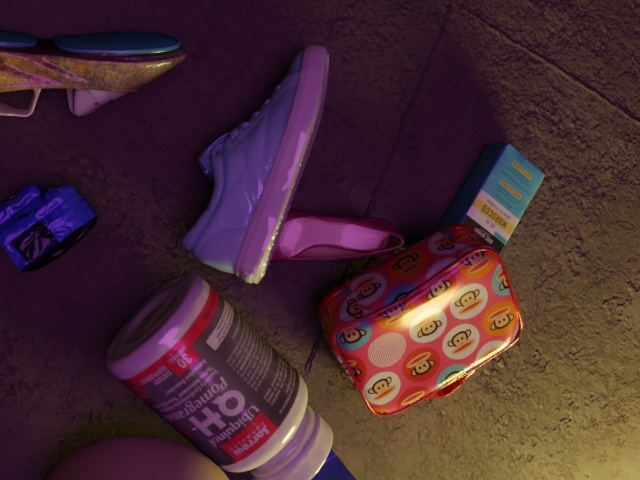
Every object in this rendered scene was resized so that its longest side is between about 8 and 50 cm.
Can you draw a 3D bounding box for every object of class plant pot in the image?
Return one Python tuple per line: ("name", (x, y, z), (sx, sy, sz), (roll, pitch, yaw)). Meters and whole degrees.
("plant pot", (-0.249, 0.424, 0.947), (0.284, 0.191, 0.284), (-1, 114, -3))

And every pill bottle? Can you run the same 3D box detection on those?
("pill bottle", (-0.130, 0.212, 1.037), (0.176, 0.176, 0.318), (-47, 110, -12))

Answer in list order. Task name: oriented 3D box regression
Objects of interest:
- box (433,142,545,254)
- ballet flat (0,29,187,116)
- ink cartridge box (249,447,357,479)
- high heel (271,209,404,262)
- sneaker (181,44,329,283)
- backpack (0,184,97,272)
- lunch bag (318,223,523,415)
("box", (0.273, -0.038, 1.241), (0.100, 0.060, 0.244), (34, 82, -22))
("ballet flat", (-0.350, -0.215, 0.945), (0.348, 0.123, 0.123), (-4, 97, -23))
("ink cartridge box", (0.025, 0.508, 1.200), (0.175, 0.069, 0.371), (-34, 105, -16))
("high heel", (0.000, 0.000, 1.100), (0.244, 0.117, 0.082), (3, 95, -23))
("sneaker", (-0.094, -0.131, 1.045), (0.150, 0.135, 0.366), (19, 75, 0))
("backpack", (-0.360, -0.025, 0.959), (0.120, 0.098, 0.101), (-36, 104, -15))
("lunch bag", (0.167, 0.139, 1.145), (0.293, 0.120, 0.258), (-29, 121, -2))
